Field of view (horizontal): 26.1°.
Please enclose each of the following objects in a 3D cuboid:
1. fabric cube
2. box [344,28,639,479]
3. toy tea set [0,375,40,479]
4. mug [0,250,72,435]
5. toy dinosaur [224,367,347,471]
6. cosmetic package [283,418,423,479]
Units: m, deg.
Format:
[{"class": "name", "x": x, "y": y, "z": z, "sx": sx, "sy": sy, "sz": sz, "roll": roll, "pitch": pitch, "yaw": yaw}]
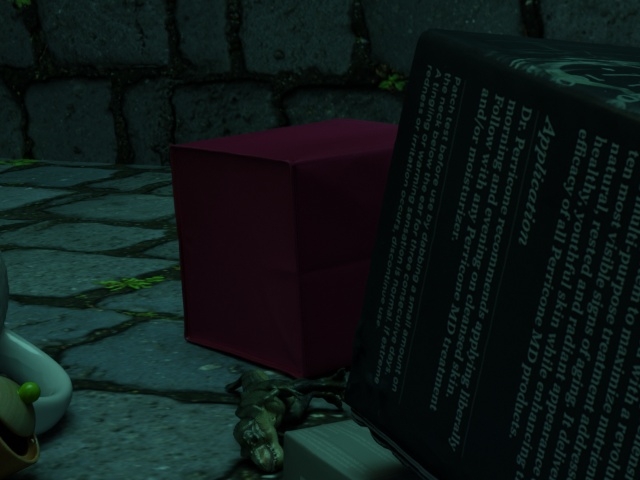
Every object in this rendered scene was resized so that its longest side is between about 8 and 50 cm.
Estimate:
[{"class": "fabric cube", "x": 0.000, "y": 0.000, "z": 1.663, "sx": 0.258, "sy": 0.259, "sz": 0.254, "roll": -13, "pitch": 16, "yaw": -37}, {"class": "box", "x": 0.350, "y": 0.068, "z": 0.864, "sx": 0.480, "sy": 0.297, "sz": 0.472, "roll": 0, "pitch": 21, "yaw": -31}, {"class": "toy tea set", "x": -0.308, "y": 0.143, "z": 1.105, "sx": 0.124, "sy": 0.200, "sz": 0.336, "roll": -35, "pitch": 3, "yaw": 9}, {"class": "mug", "x": -0.420, "y": 0.082, "z": 1.390, "sx": 0.374, "sy": 0.276, "sz": 0.328, "roll": 30, "pitch": 5, "yaw": 6}, {"class": "toy dinosaur", "x": -0.034, "y": 0.158, "z": 1.376, "sx": 0.118, "sy": 0.064, "sz": 0.268, "roll": -10, "pitch": 9, "yaw": -5}, {"class": "cosmetic package", "x": 0.101, "y": 0.190, "z": 1.079, "sx": 0.238, "sy": 0.107, "sz": 0.127, "roll": -4, "pitch": 12, "yaw": -26}]
